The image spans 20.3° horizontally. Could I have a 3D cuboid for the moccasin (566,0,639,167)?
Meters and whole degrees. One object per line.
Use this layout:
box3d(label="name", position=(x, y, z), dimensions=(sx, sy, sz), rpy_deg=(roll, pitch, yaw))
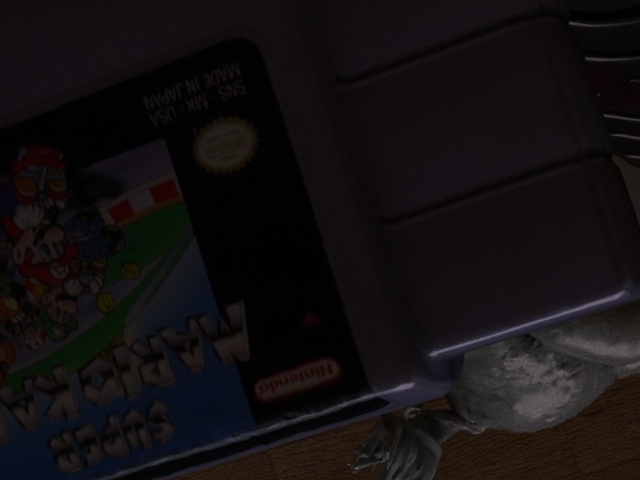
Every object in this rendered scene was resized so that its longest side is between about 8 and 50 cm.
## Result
box3d(label="moccasin", position=(0.128, -0.131, 0.691), dimensions=(0.139, 0.147, 0.380), rpy_deg=(-3, 170, 27))

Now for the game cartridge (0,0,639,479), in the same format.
box3d(label="game cartridge", position=(-0.108, -0.033, 0.504), dimensions=(0.355, 0.230, 0.068), rpy_deg=(-19, 172, 18))

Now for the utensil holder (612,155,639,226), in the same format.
box3d(label="utensil holder", position=(0.451, -0.045, 1.369), dimensions=(0.328, 0.327, 0.385), rpy_deg=(-10, 173, -43))

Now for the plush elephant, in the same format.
box3d(label="plush elephant", position=(0.105, -0.016, 1.171), dimensions=(0.330, 0.255, 0.272), rpy_deg=(-41, -140, -24))
